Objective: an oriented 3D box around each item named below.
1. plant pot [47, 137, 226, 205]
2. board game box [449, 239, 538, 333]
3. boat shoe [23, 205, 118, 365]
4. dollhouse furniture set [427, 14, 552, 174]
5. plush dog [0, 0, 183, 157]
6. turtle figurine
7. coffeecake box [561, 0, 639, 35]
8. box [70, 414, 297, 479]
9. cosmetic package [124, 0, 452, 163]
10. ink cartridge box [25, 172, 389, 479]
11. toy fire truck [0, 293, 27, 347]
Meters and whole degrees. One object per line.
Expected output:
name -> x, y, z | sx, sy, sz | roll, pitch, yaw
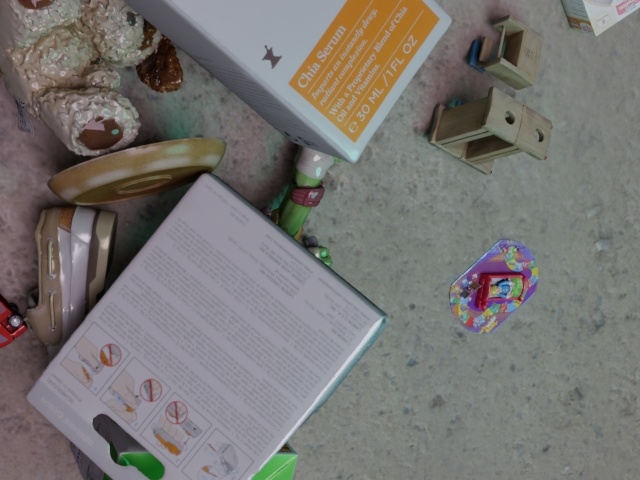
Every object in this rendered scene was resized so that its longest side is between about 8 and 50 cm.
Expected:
plant pot -> -0.232, -0.084, 1.471 | 0.236, 0.236, 0.032 | -14, 85, -18
board game box -> 0.297, 0.084, 1.881 | 0.168, 0.033, 0.133 | -42, 120, -3
boat shoe -> -0.352, 0.091, 1.565 | 0.103, 0.113, 0.302 | 11, 109, -6
dollhouse furniture set -> 0.269, -0.216, 1.719 | 0.129, 0.129, 0.184 | 26, 69, -30
plush dog -> -0.292, -0.259, 1.421 | 0.225, 0.210, 0.262 | -36, 118, -29
turtle figurine -> 0.000, 0.000, 1.627 | 0.198, 0.274, 0.266 | 2, 109, -61
coffeecake box -> 0.423, -0.427, 1.712 | 0.142, 0.068, 0.185 | -34, 120, -9
box -> -0.202, 0.307, 1.635 | 0.262, 0.231, 0.127 | 6, 107, -25
cosmetic package -> -0.080, -0.315, 1.328 | 0.453, 0.161, 0.230 | 37, 83, -33
ink cartridge box -> -0.147, 0.153, 1.485 | 0.308, 0.091, 0.385 | 39, 92, 10
toy fire truck -> -0.502, 0.092, 1.524 | 0.135, 0.047, 0.192 | -39, 121, -5
